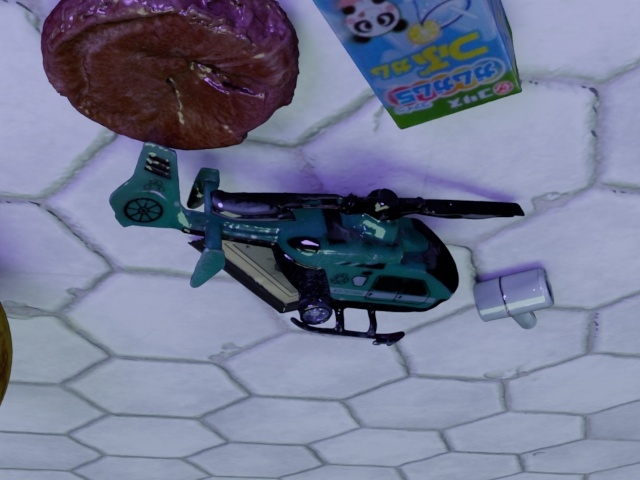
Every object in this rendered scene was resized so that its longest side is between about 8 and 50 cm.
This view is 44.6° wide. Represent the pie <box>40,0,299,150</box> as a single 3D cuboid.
[{"bbox_3d":[-0.103,-0.124,0.553,0.182,0.049,0.182,0,154,0],"label":"pie"}]

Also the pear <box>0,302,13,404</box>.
[{"bbox_3d":[-0.440,0.124,0.749,0.281,0.280,0.280,-1,149,-1],"label":"pear"}]

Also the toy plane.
[{"bbox_3d":[0.000,0.000,0.705,0.382,0.106,0.155,10,137,-23],"label":"toy plane"}]

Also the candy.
[{"bbox_3d":[0.057,-0.158,0.496,0.097,0.062,0.194,-16,147,22],"label":"candy"}]

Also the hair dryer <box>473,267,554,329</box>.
[{"bbox_3d":[0.239,0.078,0.921,0.082,0.047,0.137,-16,152,22],"label":"hair dryer"}]

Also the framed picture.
[{"bbox_3d":[-0.009,0.020,0.843,0.195,0.010,0.199,-15,146,22],"label":"framed picture"}]
